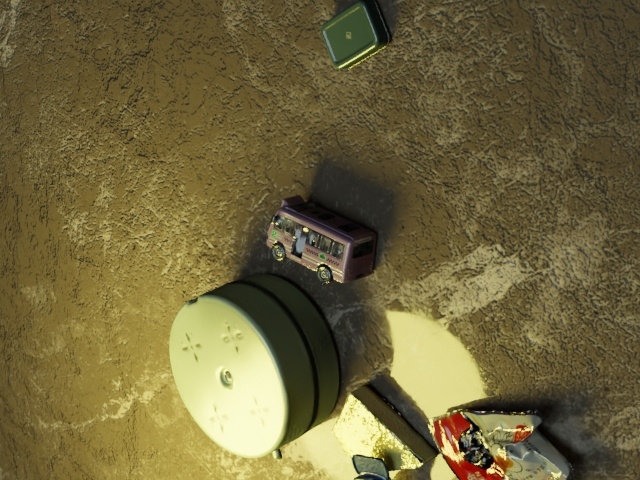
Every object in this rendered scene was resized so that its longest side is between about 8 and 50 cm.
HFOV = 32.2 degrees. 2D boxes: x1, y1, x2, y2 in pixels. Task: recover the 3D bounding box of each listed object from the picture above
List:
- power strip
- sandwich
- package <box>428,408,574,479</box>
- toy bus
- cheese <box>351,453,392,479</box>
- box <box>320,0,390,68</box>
[{"bbox_3d":[-0.128,0.253,2.174,0.357,0.161,0.357,18,117,39],"label":"power strip"},{"bbox_3d":[0.110,0.386,2.062,0.193,0.058,0.162,41,131,24],"label":"sandwich"},{"bbox_3d":[0.305,0.358,1.856,0.269,0.071,0.194,-35,77,59],"label":"package"},{"bbox_3d":[0.000,0.000,2.004,0.199,0.096,0.108,26,117,34],"label":"toy bus"},{"bbox_3d":[0.114,0.499,2.063,0.157,0.064,0.250,1,120,36],"label":"cheese"},{"bbox_3d":[0.056,-0.347,1.870,0.126,0.031,0.091,-22,88,48],"label":"box"}]
